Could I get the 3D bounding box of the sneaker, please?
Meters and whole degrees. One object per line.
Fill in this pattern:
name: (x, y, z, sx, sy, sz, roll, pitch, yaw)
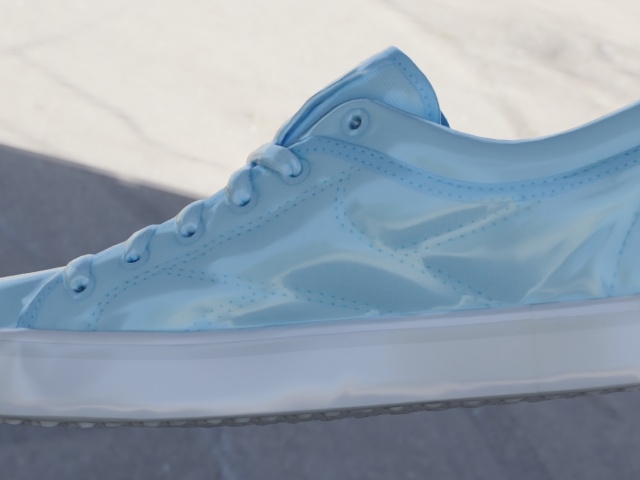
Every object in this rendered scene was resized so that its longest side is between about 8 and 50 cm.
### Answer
sneaker: (0.000, 0.000, 0.764, 0.366, 0.150, 0.135, -5, -8, 3)
